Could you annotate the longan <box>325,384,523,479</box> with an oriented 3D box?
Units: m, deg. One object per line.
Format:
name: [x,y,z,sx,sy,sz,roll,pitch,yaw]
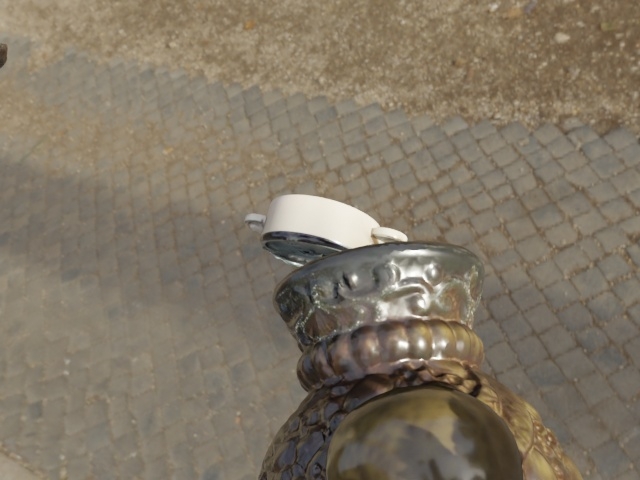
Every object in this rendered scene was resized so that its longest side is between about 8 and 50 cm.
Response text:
longan: [0.055,0.130,0.391,0.113,0.092,0.113,-6,40,5]

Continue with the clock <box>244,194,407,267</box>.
clock: [0.000,0.000,0.918,0.229,0.155,0.063,9,71,23]

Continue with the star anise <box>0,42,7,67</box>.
star anise: [-0.342,-0.115,0.536,0.208,0.063,0.172,-24,59,-29]

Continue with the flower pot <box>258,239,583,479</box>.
flower pot: [0.066,0.156,0.587,0.266,0.266,0.267,-14,64,13]
